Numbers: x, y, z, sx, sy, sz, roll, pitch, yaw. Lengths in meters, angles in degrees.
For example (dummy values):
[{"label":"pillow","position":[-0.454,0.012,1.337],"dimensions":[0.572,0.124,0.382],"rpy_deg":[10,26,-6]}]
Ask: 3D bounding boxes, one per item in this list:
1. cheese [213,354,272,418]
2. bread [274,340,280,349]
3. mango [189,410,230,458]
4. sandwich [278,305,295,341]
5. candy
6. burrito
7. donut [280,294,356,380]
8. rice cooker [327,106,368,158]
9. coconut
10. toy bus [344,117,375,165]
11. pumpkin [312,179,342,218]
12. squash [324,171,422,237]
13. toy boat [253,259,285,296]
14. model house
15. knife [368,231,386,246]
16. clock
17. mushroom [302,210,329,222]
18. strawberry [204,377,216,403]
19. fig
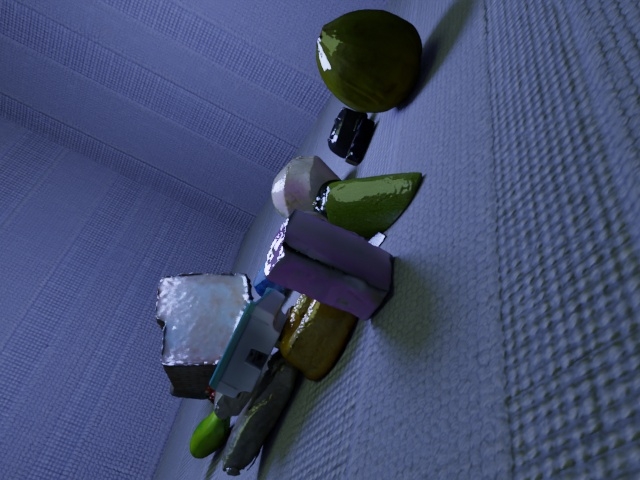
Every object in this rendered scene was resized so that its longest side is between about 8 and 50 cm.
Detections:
[{"label":"cheese","position":[-0.258,0.461,1.926],"dimensions":[0.266,0.127,0.233],"rpy_deg":[-59,13,28]},{"label":"bread","position":[-0.124,0.295,1.827],"dimensions":[0.084,0.074,0.139],"rpy_deg":[-68,11,-18]},{"label":"mango","position":[-0.382,0.673,2.049],"dimensions":[0.233,0.111,0.125],"rpy_deg":[-59,17,15]},{"label":"sandwich","position":[-0.063,0.249,1.649],"dimensions":[0.113,0.079,0.163],"rpy_deg":[-67,11,-8]},{"label":"candy","position":[0.023,0.050,1.273],"dimensions":[0.155,0.265,0.116],"rpy_deg":[-81,17,-52]},{"label":"burrito","position":[-0.155,0.455,1.577],"dimensions":[0.348,0.107,0.175],"rpy_deg":[-63,-3,-7]},{"label":"donut","position":[-0.005,0.194,1.461],"dimensions":[0.303,0.110,0.303],"rpy_deg":[-59,12,21]},{"label":"rice cooker","position":[0.105,-0.415,2.209],"dimensions":[0.142,0.118,0.203],"rpy_deg":[-170,102,-77]},{"label":"coconut","position":[-0.040,-0.179,2.101],"dimensions":[0.259,0.259,0.259],"rpy_deg":[-59,13,23]},{"label":"toy bus","position":[0.141,-0.354,2.088],"dimensions":[0.072,0.057,0.172],"rpy_deg":[126,167,-74]},{"label":"pumpkin","position":[0.039,-0.114,1.860],"dimensions":[0.167,0.125,0.167],"rpy_deg":[-46,23,27]},{"label":"squash","position":[0.157,-0.067,1.502],"dimensions":[0.288,0.203,0.111],"rpy_deg":[-1,56,36]},{"label":"toy boat","position":[-0.123,0.088,2.230],"dimensions":[0.330,0.123,0.215],"rpy_deg":[-56,17,-20]},{"label":"model house","position":[-0.474,0.418,2.454],"dimensions":[0.400,0.395,0.445],"rpy_deg":[97,169,-51]},{"label":"knife","position":[0.108,0.042,1.513],"dimensions":[0.230,0.028,0.060],"rpy_deg":[-46,34,47]},{"label":"clock","position":[-0.176,0.280,1.589],"dimensions":[0.262,0.116,0.231],"rpy_deg":[-63,-4,8]},{"label":"mushroom","position":[0.000,0.000,1.729],"dimensions":[0.204,0.204,0.204],"rpy_deg":[-59,13,23]},{"label":"strawberry","position":[-0.359,0.557,2.184],"dimensions":[0.148,0.131,0.131],"rpy_deg":[-42,5,-20]},{"label":"fig","position":[0.147,-0.581,1.852],"dimensions":[0.343,0.343,0.343],"rpy_deg":[-59,13,23]}]
